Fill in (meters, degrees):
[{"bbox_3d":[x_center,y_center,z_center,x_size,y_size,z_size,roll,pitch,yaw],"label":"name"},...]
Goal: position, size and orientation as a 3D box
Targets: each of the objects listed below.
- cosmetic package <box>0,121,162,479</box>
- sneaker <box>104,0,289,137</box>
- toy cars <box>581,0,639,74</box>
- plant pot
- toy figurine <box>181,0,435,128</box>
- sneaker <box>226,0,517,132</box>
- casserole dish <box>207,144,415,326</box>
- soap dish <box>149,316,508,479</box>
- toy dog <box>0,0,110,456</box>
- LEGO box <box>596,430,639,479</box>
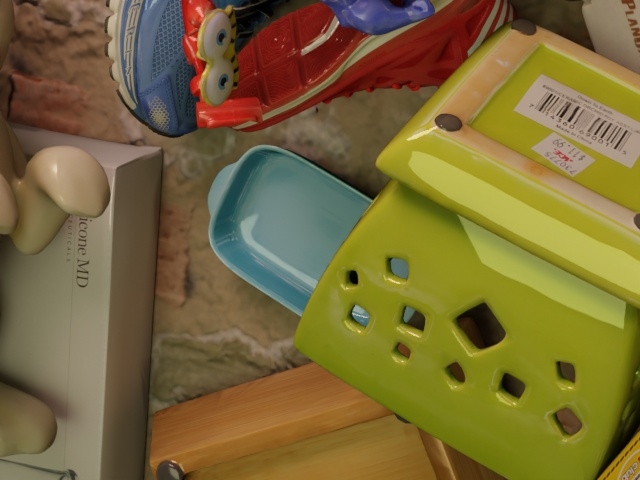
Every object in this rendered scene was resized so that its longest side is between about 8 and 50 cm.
[{"bbox_3d":[-0.287,0.088,1.399,0.284,0.097,0.377,9,106,16],"label":"cosmetic package"},{"bbox_3d":[-0.044,-0.213,1.206,0.147,0.130,0.330,32,113,14],"label":"sneaker"},{"bbox_3d":[0.312,-0.089,1.116,0.394,0.087,0.176,41,142,11],"label":"toy cars"},{"bbox_3d":[0.144,-0.002,1.098,0.228,0.227,0.207,29,133,14],"label":"plant pot"},{"bbox_3d":[0.012,-0.262,1.063,0.217,0.191,0.362,-5,109,-7],"label":"toy figurine"},{"bbox_3d":[0.043,-0.118,1.187,0.221,0.087,0.128,-28,136,24],"label":"sneaker"},{"bbox_3d":[0.000,0.000,1.293,0.188,0.037,0.114,32,113,12],"label":"casserole dish"},{"bbox_3d":[0.021,0.209,1.292,0.291,0.118,0.229,-19,96,24],"label":"soap dish"},{"bbox_3d":[-0.339,-0.055,1.209,0.395,0.284,0.407,24,110,31],"label":"toy dog"},{"bbox_3d":[0.315,0.299,1.061,0.372,0.193,0.500,23,116,-25],"label":"LEGO box"}]
